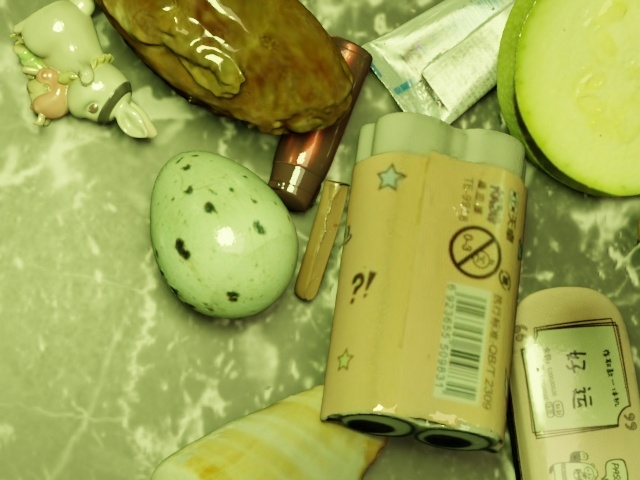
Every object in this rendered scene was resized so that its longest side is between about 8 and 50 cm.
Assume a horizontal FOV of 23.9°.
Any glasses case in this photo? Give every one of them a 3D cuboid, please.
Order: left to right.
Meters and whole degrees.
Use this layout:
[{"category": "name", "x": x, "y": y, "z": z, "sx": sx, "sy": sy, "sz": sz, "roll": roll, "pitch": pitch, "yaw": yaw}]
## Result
[{"category": "glasses case", "x": 0.242, "y": 0.200, "z": 1.410, "sx": 0.122, "sy": 0.075, "sz": 0.314, "roll": -4, "pitch": 82, "yaw": -13}]

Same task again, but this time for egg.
[{"category": "egg", "x": -0.090, "y": -0.007, "z": 1.359, "sx": 0.131, "sy": 0.131, "sz": 0.164, "roll": -20, "pitch": 63, "yaw": -13}]

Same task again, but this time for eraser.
[{"category": "eraser", "x": 0.104, "y": 0.036, "z": 1.376, "sx": 0.171, "sy": 0.087, "sz": 0.291, "roll": 12, "pitch": 68, "yaw": -11}]

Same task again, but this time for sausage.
[{"category": "sausage", "x": 0.000, "y": 0.000, "z": 1.406, "sx": 0.026, "sy": 0.026, "sz": 0.116, "roll": 16, "pitch": 96, "yaw": -8}]

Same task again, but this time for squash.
[{"category": "squash", "x": 0.290, "y": -0.164, "z": 1.453, "sx": 0.252, "sy": 0.049, "sz": 0.252, "roll": -4, "pitch": 104, "yaw": -16}]

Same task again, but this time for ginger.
[{"category": "ginger", "x": -0.113, "y": -0.213, "z": 1.350, "sx": 0.172, "sy": 0.165, "sz": 0.321, "roll": -30, "pitch": 80, "yaw": -40}]

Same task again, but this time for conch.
[{"category": "conch", "x": -0.045, "y": 0.214, "z": 1.327, "sx": 0.255, "sy": 0.127, "sz": 0.158, "roll": -42, "pitch": 90, "yaw": -14}]

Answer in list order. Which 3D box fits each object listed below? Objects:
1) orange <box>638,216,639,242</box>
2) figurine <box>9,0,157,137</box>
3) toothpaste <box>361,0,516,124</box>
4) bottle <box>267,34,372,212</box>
[{"category": "orange", "x": 0.348, "y": -0.012, "z": 1.461, "sx": 0.085, "sy": 0.085, "sz": 0.085, "roll": 2, "pitch": 81, "yaw": -10}, {"category": "figurine", "x": -0.220, "y": -0.142, "z": 1.386, "sx": 0.098, "sy": 0.081, "sz": 0.146, "roll": -26, "pitch": 93, "yaw": 30}, {"category": "toothpaste", "x": 0.189, "y": -0.223, "z": 1.472, "sx": 0.299, "sy": 0.073, "sz": 0.114, "roll": -35, "pitch": 85, "yaw": -7}, {"category": "bottle", "x": -0.003, "y": -0.107, "z": 1.421, "sx": 0.060, "sy": 0.060, "sz": 0.164, "roll": 23, "pitch": 78, "yaw": -7}]
